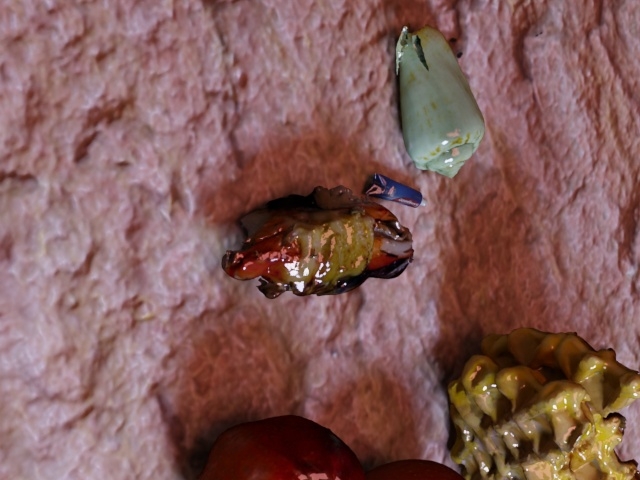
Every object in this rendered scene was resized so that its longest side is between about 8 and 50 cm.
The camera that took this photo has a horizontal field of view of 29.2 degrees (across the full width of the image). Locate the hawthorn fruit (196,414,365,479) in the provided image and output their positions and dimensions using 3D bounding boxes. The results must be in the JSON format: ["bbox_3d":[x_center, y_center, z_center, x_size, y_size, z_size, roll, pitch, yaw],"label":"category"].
[{"bbox_3d":[-0.027,0.241,1.146,0.157,0.194,0.157,6,79,-35],"label":"hawthorn fruit"}]

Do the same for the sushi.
[{"bbox_3d":[-0.002,-0.003,1.209,0.226,0.103,0.097,-9,126,-40],"label":"sushi"}]

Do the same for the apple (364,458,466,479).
[{"bbox_3d":[0.092,0.316,1.251,0.168,0.181,0.181,-18,105,-32],"label":"apple"}]

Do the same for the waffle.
[{"bbox_3d":[0.272,0.251,1.340,0.151,0.261,0.324,-28,108,-25],"label":"waffle"}]

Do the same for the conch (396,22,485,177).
[{"bbox_3d":[0.130,-0.152,1.316,0.106,0.079,0.170,-18,98,-52],"label":"conch"}]

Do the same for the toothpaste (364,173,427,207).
[{"bbox_3d":[0.082,-0.051,1.317,0.083,0.019,0.027,17,107,-37],"label":"toothpaste"}]
